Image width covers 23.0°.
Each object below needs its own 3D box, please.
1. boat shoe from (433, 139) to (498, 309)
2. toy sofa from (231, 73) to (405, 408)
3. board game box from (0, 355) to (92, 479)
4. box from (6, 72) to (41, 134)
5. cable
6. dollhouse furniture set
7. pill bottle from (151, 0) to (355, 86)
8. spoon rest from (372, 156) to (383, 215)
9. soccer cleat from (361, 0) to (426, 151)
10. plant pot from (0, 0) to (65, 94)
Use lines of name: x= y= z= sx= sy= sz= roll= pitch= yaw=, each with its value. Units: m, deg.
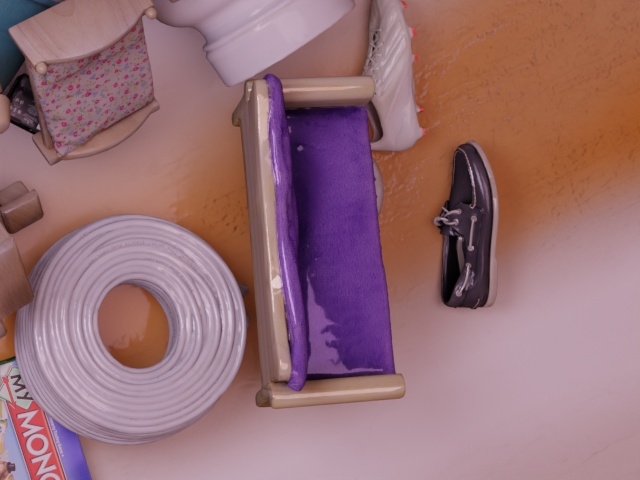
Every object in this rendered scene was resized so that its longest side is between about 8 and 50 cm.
boat shoe: x=0.173 y=-0.017 z=1.900 sx=0.065 sy=0.075 sz=0.206 roll=-7 pitch=99 yaw=-19
toy sofa: x=0.000 y=0.000 z=1.718 sx=0.150 sy=0.177 sz=0.363 roll=-3 pitch=78 yaw=-13
board game box: x=-0.361 y=0.301 z=1.767 sx=0.213 sy=0.046 sz=0.317 roll=-18 pitch=97 yaw=-15
box: x=-0.317 y=-0.148 z=1.740 sx=0.062 sy=0.083 sz=0.052 roll=29 pitch=85 yaw=-16
cable: x=-0.208 y=0.100 z=1.752 sx=0.257 sy=0.089 sz=0.257 roll=33 pitch=69 yaw=-17
dollhouse furniture set: x=-0.229 y=-0.085 z=1.627 sx=0.355 sy=0.303 sz=0.174 roll=-30 pitch=65 yaw=-17
pill bottle: x=-0.140 y=-0.383 z=1.709 sx=0.229 sy=0.229 sz=0.408 roll=-35 pitch=102 yaw=-12
spoon rest: x=-0.007 y=0.005 z=1.855 sx=0.137 sy=0.084 sz=0.276 roll=21 pitch=73 yaw=-18
soccer cleat: x=0.076 y=-0.202 z=1.868 sx=0.076 sy=0.068 sz=0.196 roll=-10 pitch=98 yaw=-13
plant pot: x=-0.441 y=-0.205 z=1.619 sx=0.271 sy=0.271 sz=0.255 roll=28 pitch=98 yaw=-16
